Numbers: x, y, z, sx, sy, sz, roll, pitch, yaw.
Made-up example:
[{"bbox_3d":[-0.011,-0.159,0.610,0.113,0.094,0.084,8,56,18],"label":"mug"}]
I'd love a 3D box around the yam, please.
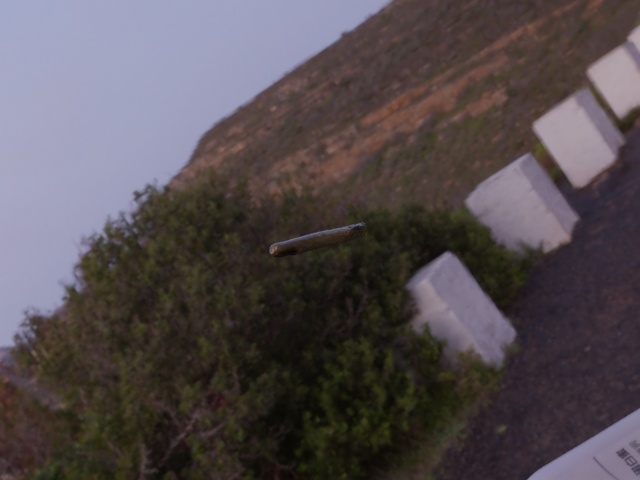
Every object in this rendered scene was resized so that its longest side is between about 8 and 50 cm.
[{"bbox_3d":[0.000,0.000,0.686,0.107,0.014,0.014,-14,-13,-47],"label":"yam"}]

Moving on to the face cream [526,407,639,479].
[{"bbox_3d":[0.230,0.230,0.710,0.291,0.144,0.071,-25,-34,-12],"label":"face cream"}]
